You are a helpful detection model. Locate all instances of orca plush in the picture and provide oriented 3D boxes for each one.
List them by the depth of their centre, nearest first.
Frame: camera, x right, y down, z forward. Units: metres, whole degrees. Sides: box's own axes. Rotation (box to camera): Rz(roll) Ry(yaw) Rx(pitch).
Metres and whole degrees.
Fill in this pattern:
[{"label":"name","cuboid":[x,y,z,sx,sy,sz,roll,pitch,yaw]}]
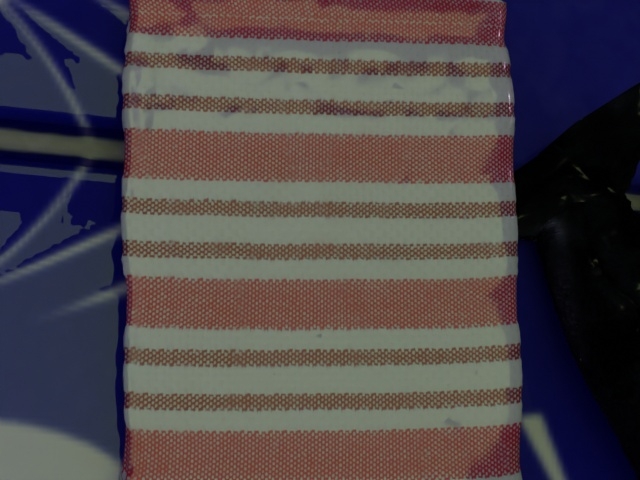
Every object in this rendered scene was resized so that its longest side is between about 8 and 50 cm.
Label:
[{"label":"orca plush","cuboid":[0.184,0.067,0.455,0.151,0.102,0.287,-25,84,-16]}]

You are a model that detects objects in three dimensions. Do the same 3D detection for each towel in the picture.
[{"label":"towel","cuboid":[0.000,0.000,0.469,0.144,0.029,0.197,1,80,-9]}]
